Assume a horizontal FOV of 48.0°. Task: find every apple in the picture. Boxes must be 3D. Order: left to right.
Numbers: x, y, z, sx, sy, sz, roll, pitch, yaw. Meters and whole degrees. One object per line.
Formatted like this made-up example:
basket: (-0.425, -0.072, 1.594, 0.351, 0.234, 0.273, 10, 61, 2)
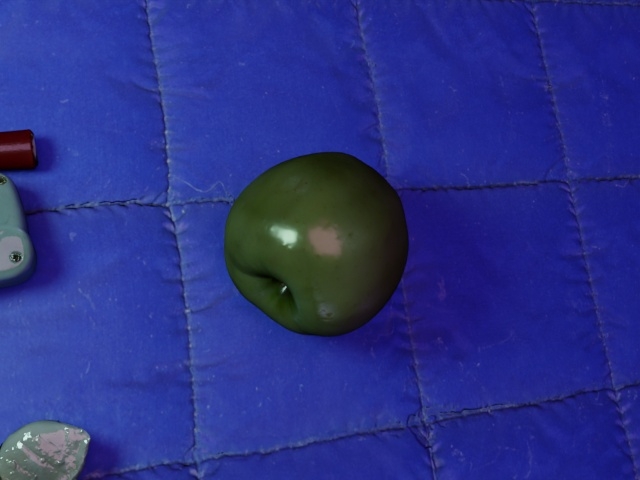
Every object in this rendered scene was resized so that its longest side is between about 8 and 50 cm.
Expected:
apple: (0.000, 0.000, 1.373, 0.357, 0.357, 0.357, 4, 76, -17)

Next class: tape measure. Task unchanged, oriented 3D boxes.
tape measure: (-0.646, -0.002, 1.274, 0.243, 0.125, 0.246, -16, 83, -21)

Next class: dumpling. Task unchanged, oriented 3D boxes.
dumpling: (-0.487, 0.391, 1.250, 0.176, 0.092, 0.150, -8, 77, -18)

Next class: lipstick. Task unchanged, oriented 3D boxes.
lipstick: (-0.656, -0.162, 1.334, 0.241, 0.080, 0.080, -7, 80, -19)
